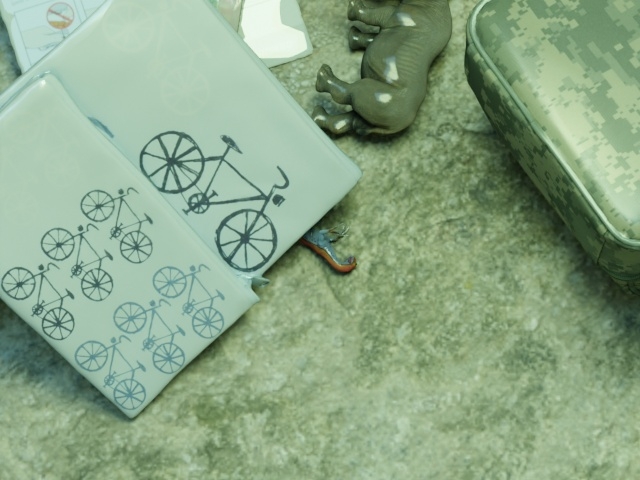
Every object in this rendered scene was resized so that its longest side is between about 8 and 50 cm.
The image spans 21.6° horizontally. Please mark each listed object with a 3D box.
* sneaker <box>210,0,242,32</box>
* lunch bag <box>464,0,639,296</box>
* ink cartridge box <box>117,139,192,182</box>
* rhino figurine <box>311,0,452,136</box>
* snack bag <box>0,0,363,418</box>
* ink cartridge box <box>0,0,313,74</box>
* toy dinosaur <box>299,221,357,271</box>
[{"bbox_3d":[-0.129,-0.342,1.717,0.121,0.108,0.302,6,83,-5],"label":"sneaker"},{"bbox_3d":[0.279,-0.106,1.574,0.212,0.256,0.305,-32,70,-7],"label":"lunch bag"},{"bbox_3d":[-0.237,-0.069,1.647,0.332,0.165,0.065,-31,108,-6],"label":"ink cartridge box"},{"bbox_3d":[0.078,-0.210,1.729,0.106,0.073,0.243,17,69,15],"label":"rhino figurine"},{"bbox_3d":[-0.160,-0.049,1.568,0.342,0.037,0.323,-43,114,-3],"label":"snack bag"},{"bbox_3d":[-0.209,-0.327,1.812,0.308,0.091,0.385,-18,84,-4],"label":"ink cartridge box"},{"bbox_3d":[0.000,0.000,1.678,0.090,0.047,0.082,-27,74,29],"label":"toy dinosaur"}]
